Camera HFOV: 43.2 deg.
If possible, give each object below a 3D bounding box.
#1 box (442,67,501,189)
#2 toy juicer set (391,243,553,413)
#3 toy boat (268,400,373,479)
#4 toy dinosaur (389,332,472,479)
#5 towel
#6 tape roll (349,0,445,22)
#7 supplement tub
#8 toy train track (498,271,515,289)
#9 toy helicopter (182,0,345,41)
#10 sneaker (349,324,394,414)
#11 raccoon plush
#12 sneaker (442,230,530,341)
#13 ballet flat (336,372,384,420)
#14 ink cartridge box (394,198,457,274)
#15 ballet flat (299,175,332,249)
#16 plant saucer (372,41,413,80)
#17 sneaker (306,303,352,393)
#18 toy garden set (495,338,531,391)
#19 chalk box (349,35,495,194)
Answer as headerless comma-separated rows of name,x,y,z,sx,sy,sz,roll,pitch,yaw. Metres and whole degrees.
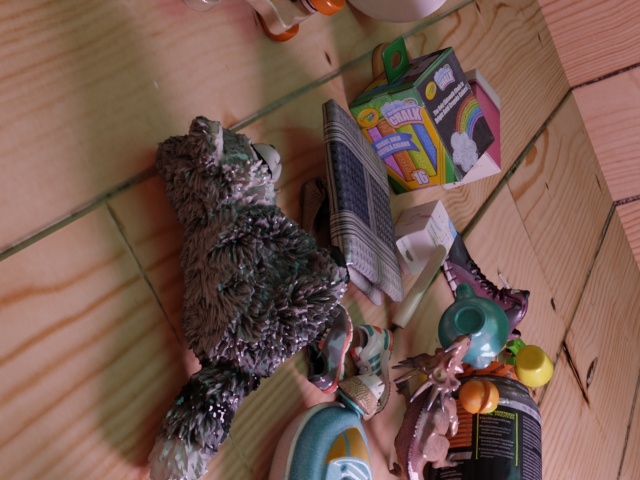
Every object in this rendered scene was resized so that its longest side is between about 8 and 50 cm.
box,0.331,-0.261,1.898,0.127,0.149,0.232,39,45,-39
toy juicer set,0.257,0.187,1.522,0.329,0.209,0.089,49,-3,32
toy boat,0.055,0.388,1.201,0.318,0.148,0.267,43,43,-37
toy dinosaur,0.174,0.306,1.356,0.200,0.127,0.295,74,25,-64
towel,0.072,-0.055,1.470,0.324,0.056,0.312,38,42,-63
tape roll,0.164,-0.607,1.685,0.286,0.286,0.100,58,36,-21
supplement tub,0.308,0.410,1.510,0.207,0.207,0.338,43,44,-38
toy train track,0.475,0.118,2.065,0.083,0.014,0.048,57,43,-14
toy helicopter,-0.123,-0.449,1.332,0.355,0.140,0.235,-33,101,-54
sneaker,0.081,0.222,1.413,0.075,0.057,0.161,21,62,-23
raccoon plush,-0.146,0.045,1.028,0.299,0.216,0.446,48,40,-21
sneaker,0.377,0.097,1.792,0.106,0.162,0.281,-21,94,-57
ballet flat,0.067,0.240,1.281,0.073,0.067,0.206,45,-9,12
ink cartridge box,0.207,-0.002,1.653,0.092,0.090,0.143,60,35,-20
ballet flat,0.000,0.000,1.376,0.084,0.058,0.249,34,49,-46
plant saucer,0.186,-0.357,1.832,0.200,0.037,0.200,29,53,-48
sneaker,0.009,0.166,1.317,0.065,0.061,0.158,31,51,-38
toy garden set,0.428,0.323,1.875,0.204,0.049,0.244,45,43,-39
chalk box,0.195,-0.269,1.653,0.180,0.179,0.289,-47,115,-39
